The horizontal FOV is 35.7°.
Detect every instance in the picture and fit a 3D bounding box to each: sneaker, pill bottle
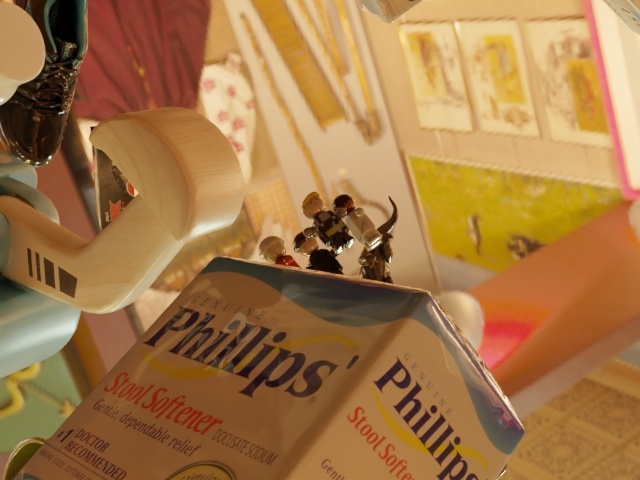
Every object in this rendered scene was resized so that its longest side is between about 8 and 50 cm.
[{"bbox_3d":[-0.464,-0.288,1.666,0.125,0.341,0.139,1,-168,-37],"label":"sneaker"},{"bbox_3d":[-0.587,-0.277,1.581,0.301,0.169,0.169,-11,-159,32],"label":"pill bottle"}]

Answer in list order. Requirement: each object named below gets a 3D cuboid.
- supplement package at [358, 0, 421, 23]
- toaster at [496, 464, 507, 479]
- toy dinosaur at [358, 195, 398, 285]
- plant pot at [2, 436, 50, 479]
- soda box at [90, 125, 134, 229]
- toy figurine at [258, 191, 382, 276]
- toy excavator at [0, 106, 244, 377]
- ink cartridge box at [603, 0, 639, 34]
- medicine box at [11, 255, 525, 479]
[{"bbox_3d":[0.166,-0.523,1.788,0.244,0.139,0.134,-37,-149,-2],"label":"supplement package"},{"bbox_3d":[0.308,0.451,2.221,0.110,0.186,0.168,-38,-150,-6],"label":"toaster"},{"bbox_3d":[0.127,0.059,2.284,0.120,0.314,0.160,-6,178,-5],"label":"toy dinosaur"},{"bbox_3d":[-0.388,0.538,1.977,0.352,0.367,0.366,-6,-173,-44],"label":"plant pot"},{"bbox_3d":[-0.322,-0.099,1.551,0.060,0.169,0.053,-8,-137,-16],"label":"soda box"},{"bbox_3d":[0.000,0.000,2.064,0.209,0.148,0.213,-50,158,27],"label":"toy figurine"},{"bbox_3d":[-0.306,0.023,0.996,0.445,0.433,0.222,25,-157,21],"label":"toy excavator"},{"bbox_3d":[0.307,-0.356,1.170,0.066,0.296,0.261,-48,-152,14],"label":"ink cartridge box"},{"bbox_3d":[-0.055,0.169,0.694,0.263,0.149,0.289,7,-129,52],"label":"medicine box"}]
